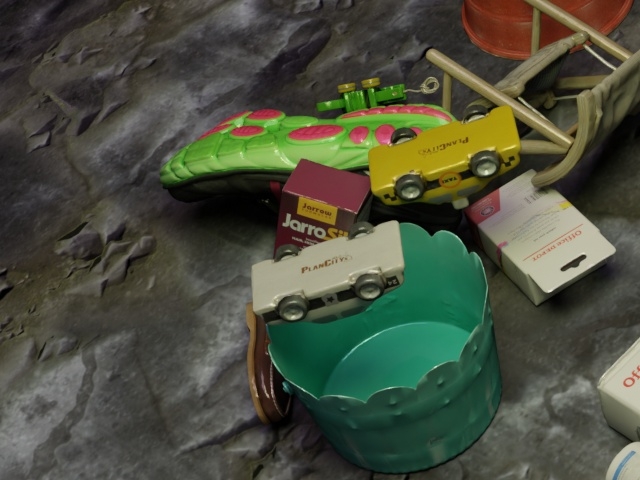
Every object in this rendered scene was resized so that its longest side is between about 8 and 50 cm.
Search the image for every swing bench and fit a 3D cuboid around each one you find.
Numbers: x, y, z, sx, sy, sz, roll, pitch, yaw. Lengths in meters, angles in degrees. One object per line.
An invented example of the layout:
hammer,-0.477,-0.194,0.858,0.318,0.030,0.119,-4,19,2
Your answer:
swing bench,0.313,-0.202,1.995,0.254,0.165,0.253,21,40,32

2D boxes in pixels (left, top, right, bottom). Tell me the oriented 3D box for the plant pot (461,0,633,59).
plant pot,0.317,-0.458,2.204,0.272,0.265,0.272,-11,46,11

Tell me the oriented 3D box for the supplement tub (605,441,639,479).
supplement tub,0.375,0.276,1.627,0.071,0.071,0.107,-40,47,-17

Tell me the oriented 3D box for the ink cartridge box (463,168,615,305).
ink cartridge box,0.289,0.005,1.920,0.115,0.067,0.198,-31,43,-8

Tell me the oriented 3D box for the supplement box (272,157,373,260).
supplement box,0.000,0.000,1.908,0.104,0.188,0.081,17,40,10

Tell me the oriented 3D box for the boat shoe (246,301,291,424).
boat shoe,-0.055,0.146,1.917,0.073,0.073,0.207,-15,45,10

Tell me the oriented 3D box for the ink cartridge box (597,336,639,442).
ink cartridge box,0.447,0.187,1.668,0.158,0.092,0.218,-41,49,-17

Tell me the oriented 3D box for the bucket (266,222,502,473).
bucket,0.086,0.134,1.796,0.281,0.183,0.281,-11,45,11

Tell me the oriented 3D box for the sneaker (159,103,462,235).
sneaker,-0.021,-0.069,2.016,0.482,0.202,0.185,3,27,34

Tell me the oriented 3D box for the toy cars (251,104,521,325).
toy cars,0.087,-0.017,1.753,0.393,0.087,0.176,-45,43,-18

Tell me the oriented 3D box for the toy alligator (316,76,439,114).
toy alligator,0.089,-0.217,2.223,0.189,0.056,0.051,-10,5,12
